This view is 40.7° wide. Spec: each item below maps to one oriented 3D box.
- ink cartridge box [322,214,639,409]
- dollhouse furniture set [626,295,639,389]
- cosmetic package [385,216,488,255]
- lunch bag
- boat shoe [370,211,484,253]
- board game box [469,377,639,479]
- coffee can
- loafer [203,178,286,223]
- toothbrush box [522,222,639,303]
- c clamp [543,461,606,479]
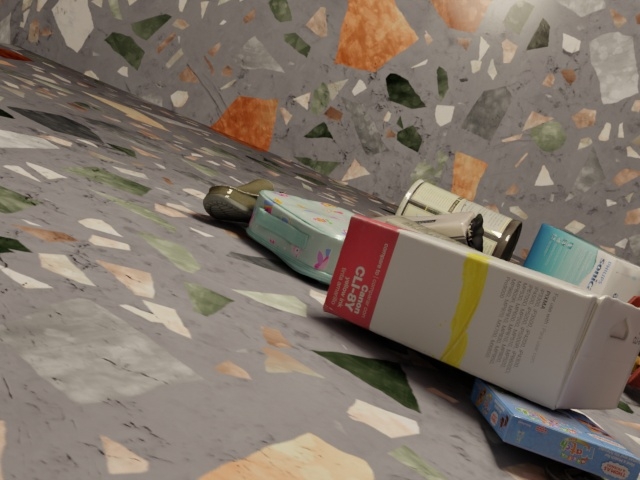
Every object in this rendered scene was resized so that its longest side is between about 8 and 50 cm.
[{"bbox_3d":[0.244,0.105,1.267,0.385,0.160,0.279,20,3,36],"label":"ink cartridge box"},{"bbox_3d":[0.731,0.292,1.682,0.374,0.152,0.201,38,6,-11],"label":"dollhouse furniture set"},{"bbox_3d":[0.260,0.069,1.758,0.296,0.129,0.153,26,11,17],"label":"cosmetic package"},{"bbox_3d":[0.000,0.000,1.592,0.224,0.108,0.279,7,15,-39],"label":"lunch bag"},{"bbox_3d":[0.204,0.031,1.933,0.341,0.158,0.127,-2,19,30],"label":"boat shoe"},{"bbox_3d":[0.283,0.231,1.074,0.160,0.039,0.211,20,2,-1],"label":"board game box"},{"bbox_3d":[0.334,-0.010,2.149,0.275,0.201,0.201,26,10,18],"label":"coffee can"},{"bbox_3d":[-0.142,-0.080,1.705,0.094,0.087,0.251,-2,-9,28],"label":"loafer"},{"bbox_3d":[0.640,0.109,2.159,0.126,0.216,0.295,18,10,-27],"label":"toothbrush box"},{"bbox_3d":[0.330,0.288,0.997,0.137,0.022,0.161,16,11,-37],"label":"c clamp"}]
